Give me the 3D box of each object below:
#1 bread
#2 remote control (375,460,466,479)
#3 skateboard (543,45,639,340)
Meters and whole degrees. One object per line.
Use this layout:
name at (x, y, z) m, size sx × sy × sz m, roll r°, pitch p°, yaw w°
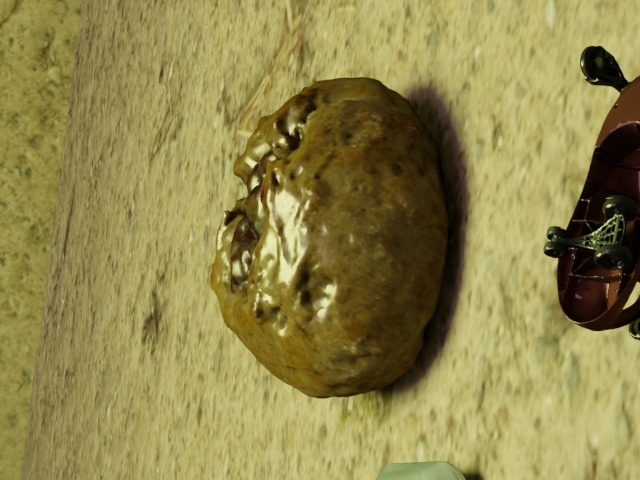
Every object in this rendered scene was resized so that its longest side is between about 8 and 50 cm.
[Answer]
bread at (0.000, 0.000, 1.095) m, size 0.230 × 0.123 × 0.230 m, roll -175°, pitch 90°, yaw -70°
remote control at (0.050, 0.284, 0.957) m, size 0.103 × 0.051 × 0.293 m, roll 158°, pitch 116°, yaw -65°
skateboard at (0.156, -0.021, 0.757) m, size 0.067 × 0.080 × 0.151 m, roll 1°, pitch 65°, yaw 46°
